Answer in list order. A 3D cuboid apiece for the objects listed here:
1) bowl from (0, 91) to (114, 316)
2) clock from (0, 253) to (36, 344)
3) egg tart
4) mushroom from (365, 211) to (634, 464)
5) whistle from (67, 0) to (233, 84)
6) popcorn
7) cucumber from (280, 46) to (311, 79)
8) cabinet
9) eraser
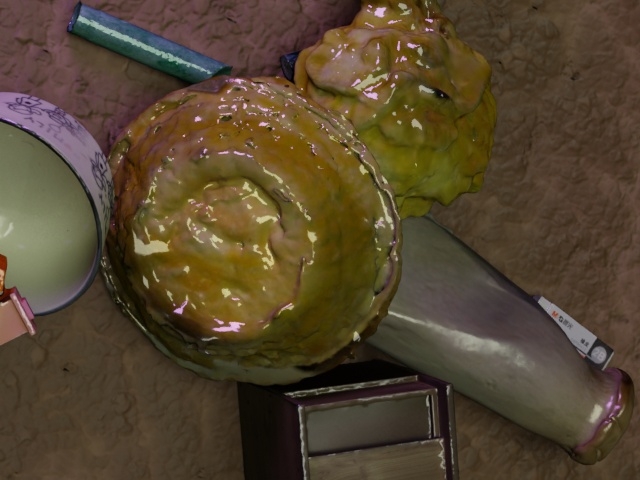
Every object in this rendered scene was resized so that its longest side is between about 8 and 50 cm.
[{"bbox_3d":[-0.310,-0.053,1.756,0.238,0.238,0.126,48,33,-16],"label":"bowl"},{"bbox_3d":[-0.419,0.075,1.664,0.255,0.106,0.219,-28,103,-4],"label":"clock"},{"bbox_3d":[-0.085,-0.001,1.792,0.345,0.132,0.345,2,100,10],"label":"egg tart"},{"bbox_3d":[0.179,0.107,1.959,0.407,0.137,0.154,32,46,-17],"label":"mushroom"},{"bbox_3d":[-0.180,-0.205,1.869,0.186,0.039,0.039,21,85,-19],"label":"whistle"},{"bbox_3d":[0.095,-0.156,1.873,0.233,0.192,0.266,-8,94,-33],"label":"popcorn"},{"bbox_3d":[0.021,-0.211,1.944,0.133,0.032,0.032,-18,98,-20],"label":"cucumber"},{"bbox_3d":[0.027,0.222,1.868,0.175,0.215,0.148,-6,95,-19],"label":"cabinet"},{"bbox_3d":[0.288,0.118,2.057,0.122,0.029,0.052,37,81,-18],"label":"eraser"}]
